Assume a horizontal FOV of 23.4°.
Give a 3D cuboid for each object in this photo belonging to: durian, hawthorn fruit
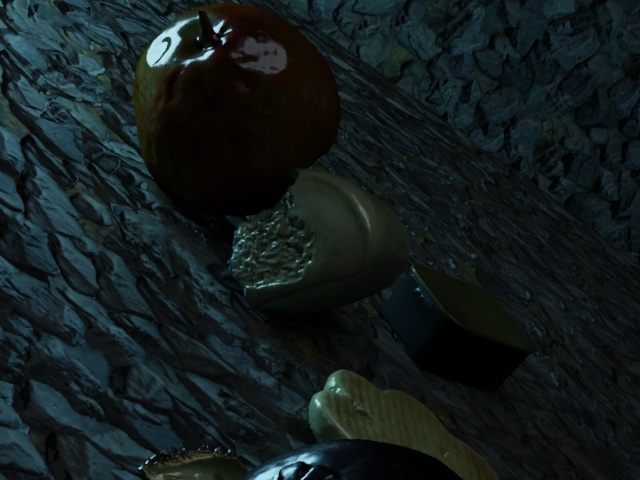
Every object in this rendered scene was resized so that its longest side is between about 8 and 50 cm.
[{"bbox_3d":[-0.113,0.224,1.437,0.130,0.052,0.066,27,58,-23],"label":"durian"},{"bbox_3d":[-0.125,-0.192,2.003,0.277,0.277,0.298,52,-11,37],"label":"hawthorn fruit"}]

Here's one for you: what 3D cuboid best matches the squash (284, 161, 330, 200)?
[{"bbox_3d":[-0.028,-0.090,2.317,0.200,0.075,0.090,43,44,19],"label":"squash"}]

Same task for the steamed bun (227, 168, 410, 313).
[{"bbox_3d":[0.000,0.000,1.967,0.170,0.200,0.225,69,14,15],"label":"steamed bun"}]

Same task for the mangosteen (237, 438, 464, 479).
[{"bbox_3d":[0.017,0.297,1.193,0.233,0.287,0.287,1,30,-16],"label":"mangosteen"}]

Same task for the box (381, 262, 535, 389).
[{"bbox_3d":[0.192,0.126,2.179,0.201,0.090,0.144,21,24,-44],"label":"box"}]

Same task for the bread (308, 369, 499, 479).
[{"bbox_3d":[0.109,0.266,1.721,0.316,0.054,0.316,34,19,-13],"label":"bread"}]
